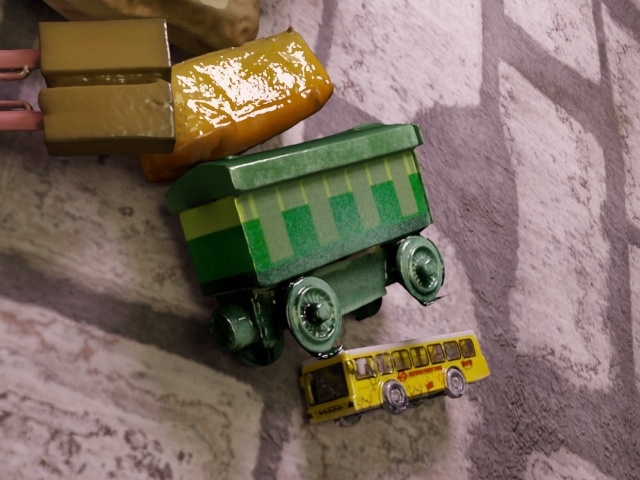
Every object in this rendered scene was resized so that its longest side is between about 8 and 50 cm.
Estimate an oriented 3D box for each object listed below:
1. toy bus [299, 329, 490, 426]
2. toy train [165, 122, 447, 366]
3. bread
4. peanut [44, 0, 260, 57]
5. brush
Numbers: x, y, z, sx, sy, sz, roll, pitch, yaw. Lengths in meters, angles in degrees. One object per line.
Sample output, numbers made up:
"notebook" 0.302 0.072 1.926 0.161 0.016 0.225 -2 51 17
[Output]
"toy bus" 0.086 0.142 0.813 0.226 0.081 0.074 -2 73 -43
"toy train" 0.000 0.000 0.753 0.300 0.120 0.203 -20 95 -44
"bread" -0.084 -0.129 0.758 0.245 0.102 0.094 -34 90 -46
"peanut" -0.167 -0.242 0.711 0.274 0.111 0.125 11 50 -38
"brush" -0.234 -0.116 0.608 0.233 0.047 0.103 -5 79 -14
